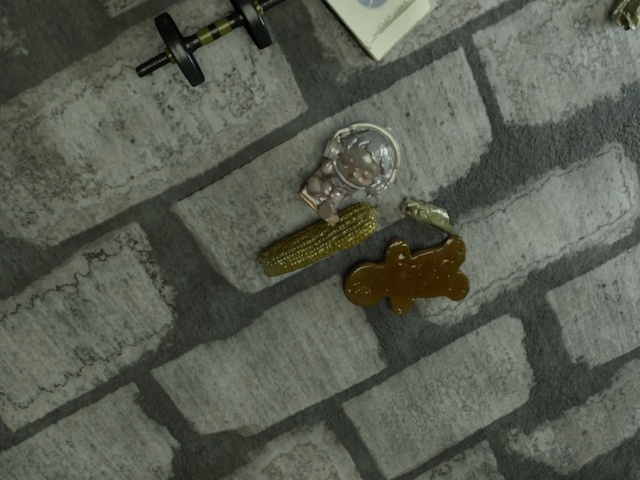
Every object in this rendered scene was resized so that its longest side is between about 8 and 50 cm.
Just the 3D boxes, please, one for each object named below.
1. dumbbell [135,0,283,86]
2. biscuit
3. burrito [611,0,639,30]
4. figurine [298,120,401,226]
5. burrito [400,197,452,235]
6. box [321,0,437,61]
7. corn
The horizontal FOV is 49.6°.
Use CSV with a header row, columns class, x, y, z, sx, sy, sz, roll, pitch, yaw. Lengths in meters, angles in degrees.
class,x,y,z,sx,sy,sz,roll,pitch,yaw
dumbbell,-0.198,-0.388,1.286,0.325,0.143,0.143,-29,114,1
biscuit,0.197,0.079,1.604,0.302,0.049,0.196,-12,113,-8
burrito,0.698,-0.544,1.457,0.087,0.060,0.226,32,101,-20
figurine,0.066,-0.149,1.436,0.237,0.141,0.162,-41,103,5
burrito,0.246,-0.057,1.565,0.149,0.041,0.055,21,119,-22
box,0.083,-0.500,1.342,0.164,0.069,0.256,-43,112,6
corn,0.000,0.000,1.515,0.288,0.086,0.086,-25,114,2
